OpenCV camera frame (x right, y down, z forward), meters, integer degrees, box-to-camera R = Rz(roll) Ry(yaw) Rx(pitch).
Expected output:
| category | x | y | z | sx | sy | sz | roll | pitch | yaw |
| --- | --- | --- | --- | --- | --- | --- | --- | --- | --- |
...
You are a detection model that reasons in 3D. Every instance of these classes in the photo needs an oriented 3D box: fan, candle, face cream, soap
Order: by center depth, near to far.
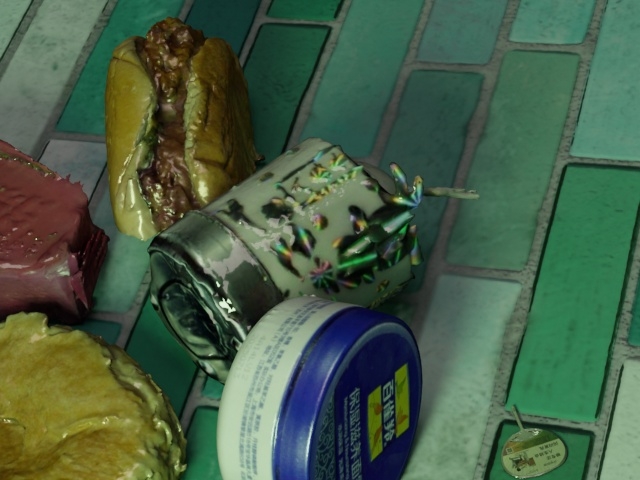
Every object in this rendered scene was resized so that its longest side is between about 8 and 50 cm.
| category | x | y | z | sx | sy | sz | roll | pitch | yaw |
| --- | --- | --- | --- | --- | --- | --- | --- | --- | --- |
| face cream | -0.002 | 0.154 | 1.565 | 0.111 | 0.206 | 0.206 | 15 | 54 | 29 |
| fan | 0.187 | 0.191 | 1.622 | 0.060 | 0.003 | 0.080 | -39 | 52 | -22 |
| candle | 0.000 | 0.000 | 1.722 | 0.330 | 0.187 | 0.187 | -34 | 50 | -19 |
| soap | -0.348 | -0.003 | 1.862 | 0.289 | 0.112 | 0.182 | 28 | 63 | 32 |

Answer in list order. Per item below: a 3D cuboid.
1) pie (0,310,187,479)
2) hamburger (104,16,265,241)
| category | x | y | z | sx | sy | sz | roll | pitch | yaw |
| --- | --- | --- | --- | --- | --- | --- | --- | --- | --- |
| pie | -0.300 | 0.209 | 1.675 | 0.339 | 0.083 | 0.339 | -6 | 50 | 8 |
| hamburger | -0.152 | -0.119 | 1.881 | 0.155 | 0.245 | 0.282 | -13 | 3 | 9 |
